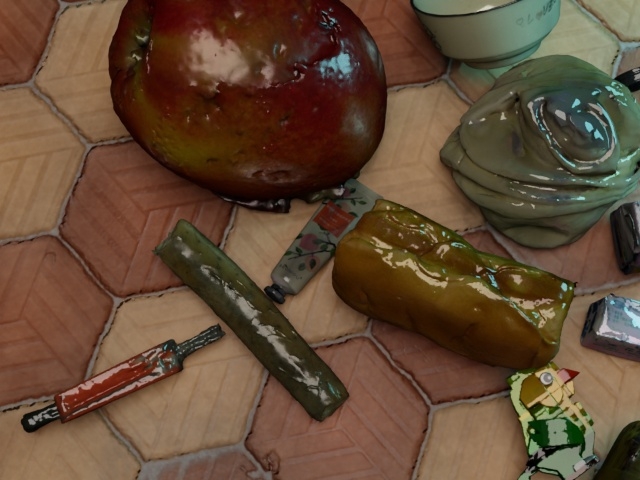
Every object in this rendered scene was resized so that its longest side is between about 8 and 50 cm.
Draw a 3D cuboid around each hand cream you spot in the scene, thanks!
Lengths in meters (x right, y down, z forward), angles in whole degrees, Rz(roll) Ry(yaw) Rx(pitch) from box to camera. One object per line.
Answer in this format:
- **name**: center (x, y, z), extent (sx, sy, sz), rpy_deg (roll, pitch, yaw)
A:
- **hand cream**: center (0.000, 0.000, 1.728), extent (0.080, 0.050, 0.234), rpy_deg (35, 72, 14)

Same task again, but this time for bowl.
- **bowl**: center (0.267, -0.348, 1.743), extent (0.238, 0.237, 0.126), rpy_deg (-22, 120, -5)

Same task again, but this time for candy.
- **candy**: center (0.473, 0.136, 1.657), extent (0.160, 0.092, 0.073), rpy_deg (16, 74, 4)

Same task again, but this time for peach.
- **peach**: center (-0.096, -0.227, 1.675), extent (0.417, 0.353, 0.339), rpy_deg (17, 83, -31)

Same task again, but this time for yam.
- **yam**: center (-0.103, 0.114, 1.682), extent (0.083, 0.083, 0.371), rpy_deg (-44, 80, -10)

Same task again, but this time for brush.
- **brush**: center (-0.287, 0.206, 1.662), extent (0.323, 0.070, 0.051), rpy_deg (-27, 80, -7)

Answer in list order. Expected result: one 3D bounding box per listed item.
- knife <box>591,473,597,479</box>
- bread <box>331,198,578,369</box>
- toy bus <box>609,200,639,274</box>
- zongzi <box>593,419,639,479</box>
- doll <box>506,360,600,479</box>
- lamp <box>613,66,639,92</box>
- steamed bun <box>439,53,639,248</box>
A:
- **knife**: center (0.323, 0.431, 1.614), extent (0.046, 0.022, 0.256), rpy_deg (46, 77, -20)
- **bread**: center (0.188, 0.076, 1.628), extent (0.344, 0.195, 0.148), rpy_deg (24, 71, 10)
- **toy bus**: center (0.602, -0.029, 1.674), extent (0.317, 0.138, 0.112), rpy_deg (-10, 77, 0)
- **zongzi**: center (0.497, 0.416, 1.526), extent (0.300, 0.145, 0.273), rpy_deg (26, 77, 26)
- **doll**: center (0.324, 0.268, 1.617), extent (0.134, 0.106, 0.186), rpy_deg (-9, 75, 10)
- **lamp**: center (0.654, -0.252, 1.748), extent (0.371, 0.130, 0.108), rpy_deg (-12, 84, -4)
- **steamed bun**: center (0.341, -0.141, 1.674), extent (0.280, 0.207, 0.268), rpy_deg (-44, 79, -8)
